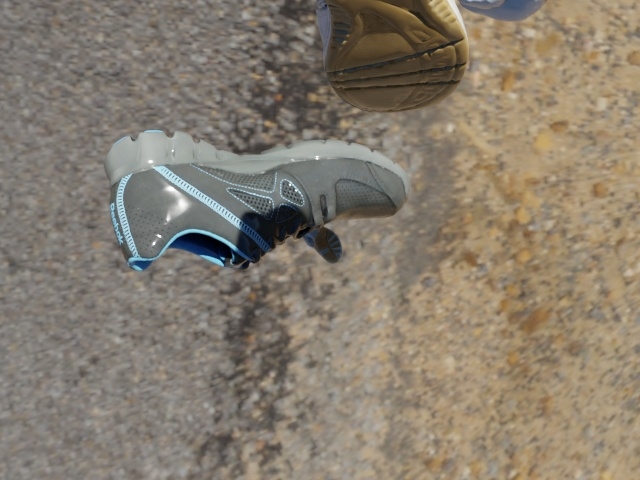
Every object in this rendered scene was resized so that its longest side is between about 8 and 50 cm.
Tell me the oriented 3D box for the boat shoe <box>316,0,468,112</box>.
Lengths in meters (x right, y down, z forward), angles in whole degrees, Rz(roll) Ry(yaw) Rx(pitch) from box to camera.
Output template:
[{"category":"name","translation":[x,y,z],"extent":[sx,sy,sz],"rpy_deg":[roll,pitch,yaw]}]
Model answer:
[{"category":"boat shoe","translation":[0.041,-0.176,0.803],"extent":[0.098,0.277,0.096],"rpy_deg":[-7,67,6]}]

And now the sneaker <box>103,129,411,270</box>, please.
[{"category":"sneaker","translation":[-0.062,-0.030,1.328],"extent":[0.125,0.341,0.140],"rpy_deg":[131,135,-62]}]

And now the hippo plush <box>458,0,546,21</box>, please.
[{"category":"hippo plush","translation":[0.214,-0.377,1.374],"extent":[0.234,0.294,0.236],"rpy_deg":[-15,75,22]}]

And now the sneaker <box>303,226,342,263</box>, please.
[{"category":"sneaker","translation":[0.000,0.000,1.519],"extent":[0.083,0.032,0.037],"rpy_deg":[55,158,27]}]
